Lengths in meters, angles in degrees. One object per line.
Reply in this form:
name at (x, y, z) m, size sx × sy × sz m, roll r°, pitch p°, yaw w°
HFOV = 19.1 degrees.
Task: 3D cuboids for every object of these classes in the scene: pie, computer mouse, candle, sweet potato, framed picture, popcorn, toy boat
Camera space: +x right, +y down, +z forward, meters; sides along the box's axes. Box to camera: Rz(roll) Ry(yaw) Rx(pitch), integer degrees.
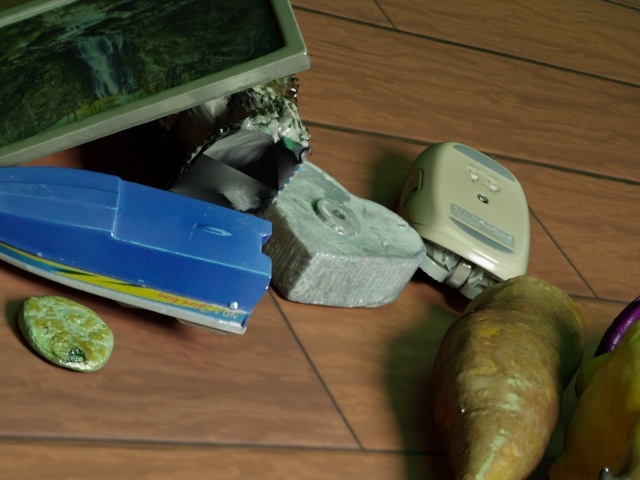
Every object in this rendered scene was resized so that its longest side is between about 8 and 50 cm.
pie at (-0.206, 0.073, 1.530) m, size 0.085 × 0.017 × 0.085 m, roll 25°, pitch 30°, yaw -16°
computer mouse at (0.149, -0.016, 1.982) m, size 0.145 × 0.082 × 0.236 m, roll 28°, pitch 30°, yaw -12°
candle at (0.000, 0.000, 1.815) m, size 0.192 × 0.068 × 0.168 m, roll 29°, pitch 29°, yaw -1°
sweet potato at (0.156, 0.137, 1.707) m, size 0.131 × 0.131 × 0.336 m, roll 35°, pitch 26°, yaw 2°
framed picture at (-0.182, -0.174, 1.711) m, size 0.240 × 0.324 × 0.020 m, roll -105°, pitch 177°, yaw -50°
popcorn at (0.339, 0.190, 1.634) m, size 0.281 × 0.297 × 0.316 m, roll -8°, pitch 44°, yaw -35°
toy boat at (-0.193, -0.002, 1.606) m, size 0.295 × 0.088 × 0.129 m, roll 15°, pitch 32°, yaw -11°

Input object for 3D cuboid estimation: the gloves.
gloves at (-0.104, -0.124, 1.783) m, size 0.135 × 0.210 × 0.312 m, roll 4°, pitch 45°, yaw -20°

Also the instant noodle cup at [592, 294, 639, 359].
instant noodle cup at (0.409, 0.153, 1.845) m, size 0.251 × 0.251 × 0.190 m, roll 46°, pitch 21°, yaw 21°
